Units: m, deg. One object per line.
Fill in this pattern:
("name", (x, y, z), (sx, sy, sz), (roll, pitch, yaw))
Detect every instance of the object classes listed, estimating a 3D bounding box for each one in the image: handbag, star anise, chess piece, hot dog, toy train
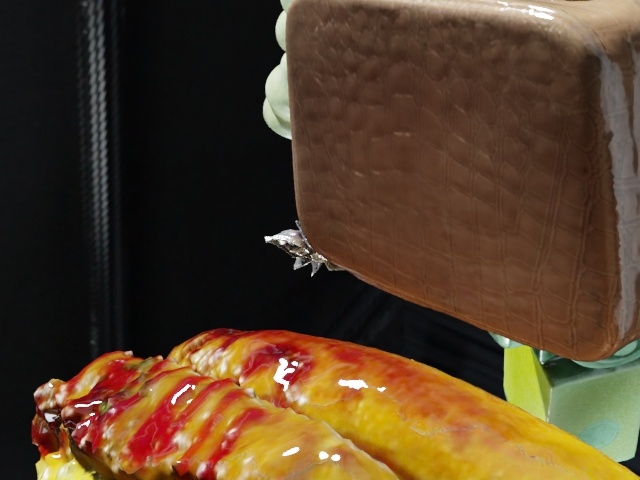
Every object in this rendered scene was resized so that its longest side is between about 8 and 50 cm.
("handbag", (0.064, -0.045, 0.437), (0.072, 0.193, 0.151), (-20, -67, -30))
("star anise", (-0.011, 0.002, 1.449), (0.124, 0.129, 0.056), (93, 178, -49))
("chess piece", (-0.007, -0.275, 1.490), (0.144, 0.144, 0.251), (-41, -31, -36))
("hot dog", (-0.021, 0.144, 0.433), (0.223, 0.405, 0.185), (45, -111, -20))
("toy train", (0.339, 0.069, 0.975), (0.397, 0.160, 0.253), (-12, -49, -6))
